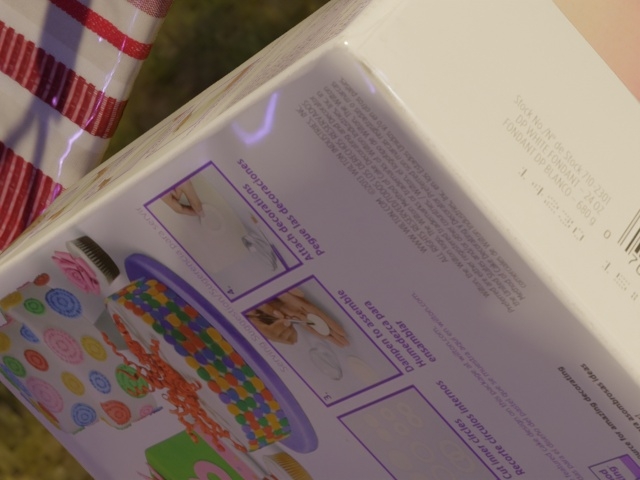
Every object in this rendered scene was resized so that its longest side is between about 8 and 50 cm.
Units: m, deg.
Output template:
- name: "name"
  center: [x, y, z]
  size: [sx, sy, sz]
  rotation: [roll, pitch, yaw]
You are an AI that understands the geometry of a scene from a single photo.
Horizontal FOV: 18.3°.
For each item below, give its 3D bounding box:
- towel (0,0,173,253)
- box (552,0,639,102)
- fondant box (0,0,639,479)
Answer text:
- name: "towel"
  center: [-0.229, -0.135, 1.303]
  size: [0.037, 0.237, 0.329]
  rotation: [-45, -12, -52]
- name: "box"
  center: [0.150, -0.158, 1.101]
  size: [0.232, 0.148, 0.127]
  rotation: [-58, -5, 3]
- name: "fondant box"
  center: [0.017, 0.043, 0.811]
  size: [0.330, 0.238, 0.096]
  rotation: [-29, 17, 50]
